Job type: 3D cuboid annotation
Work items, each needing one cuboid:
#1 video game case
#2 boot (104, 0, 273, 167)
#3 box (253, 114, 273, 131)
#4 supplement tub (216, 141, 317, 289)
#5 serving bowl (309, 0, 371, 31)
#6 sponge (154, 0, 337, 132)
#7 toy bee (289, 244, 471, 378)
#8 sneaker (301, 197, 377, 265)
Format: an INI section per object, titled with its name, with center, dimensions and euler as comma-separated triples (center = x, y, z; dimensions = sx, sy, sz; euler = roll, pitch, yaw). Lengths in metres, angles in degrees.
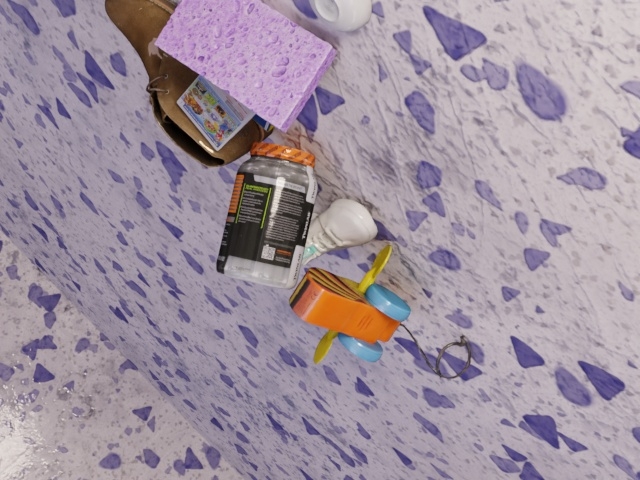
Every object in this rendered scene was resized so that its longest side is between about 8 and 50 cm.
[video game case]
center = -0.131, -0.181, 1.101
dimensions = 0.087, 0.011, 0.122
euler = 50, 136, -4
[boot]
center = -0.209, -0.233, 1.181
dimensions = 0.305, 0.115, 0.112
euler = 46, 155, 0
[box]
center = -0.107, -0.225, 1.109
dimensions = 0.169, 0.059, 0.054
euler = 41, 151, 6
[supplement tub]
center = -0.071, -0.034, 1.170
dimensions = 0.117, 0.190, 0.117
euler = 13, 178, 0
[serving bowl]
center = 0.015, -0.263, 0.924
dimensions = 0.083, 0.027, 0.083
euler = 32, 150, 22
[sponge]
center = -0.094, -0.235, 1.023
dimensions = 0.210, 0.117, 0.031
euler = 36, -173, 16
[toy bee]
center = 0.061, 0.112, 1.245
dimensions = 0.298, 0.195, 0.162
euler = 51, 179, -35
[sneaker]
center = 0.000, 0.000, 1.239
dimensions = 0.080, 0.094, 0.212
euler = 53, 151, -14
